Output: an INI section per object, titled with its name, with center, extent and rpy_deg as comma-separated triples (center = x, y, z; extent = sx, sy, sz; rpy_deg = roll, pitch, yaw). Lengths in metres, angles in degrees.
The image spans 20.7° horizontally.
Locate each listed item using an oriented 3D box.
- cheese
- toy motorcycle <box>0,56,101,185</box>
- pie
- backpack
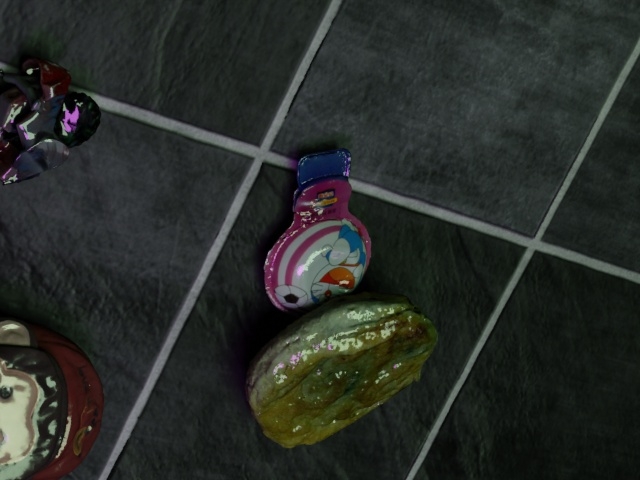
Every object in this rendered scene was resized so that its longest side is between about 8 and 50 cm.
[cheese]
center = 0.000, 0.000, 2.195
extent = 0.155, 0.062, 0.244
rpy_deg = -11, 121, -27
[toy motorcycle]
center = -0.337, -0.118, 1.878
extent = 0.213, 0.082, 0.122
rpy_deg = -29, 130, -19
[pie]
center = 0.025, 0.174, 2.263
extent = 0.277, 0.078, 0.277
rpy_deg = -18, 142, -15
[backpack]
center = -0.354, 0.195, 2.021
extent = 0.229, 0.139, 0.229
rpy_deg = -5, 100, -32
